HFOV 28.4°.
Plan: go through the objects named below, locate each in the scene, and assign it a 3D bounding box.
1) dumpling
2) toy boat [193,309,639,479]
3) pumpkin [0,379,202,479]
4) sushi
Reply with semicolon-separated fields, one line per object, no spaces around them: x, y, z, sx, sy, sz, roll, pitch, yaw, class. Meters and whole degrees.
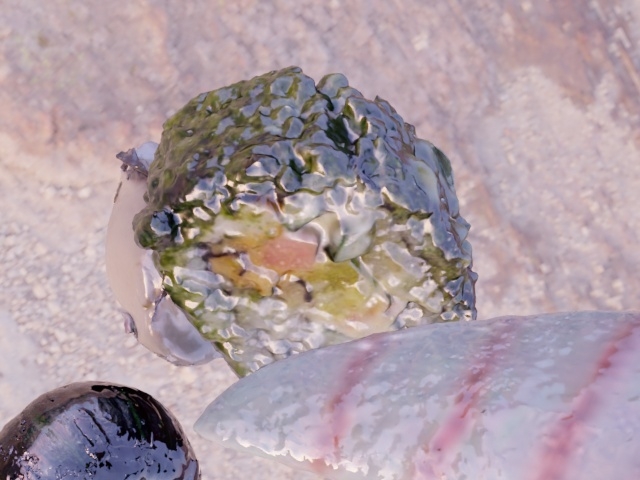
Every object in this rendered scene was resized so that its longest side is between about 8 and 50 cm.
-0.149;0.007;1.492;0.205;0.163;0.292;2;61;-16;dumpling
0.083;0.096;0.585;0.206;0.282;0.096;-58;149;-32;toy boat
-0.229;0.247;1.239;0.233;0.163;0.233;-18;117;-39;pumpkin
0.000;0.000;1.292;0.352;0.294;0.178;54;21;-38;sushi
